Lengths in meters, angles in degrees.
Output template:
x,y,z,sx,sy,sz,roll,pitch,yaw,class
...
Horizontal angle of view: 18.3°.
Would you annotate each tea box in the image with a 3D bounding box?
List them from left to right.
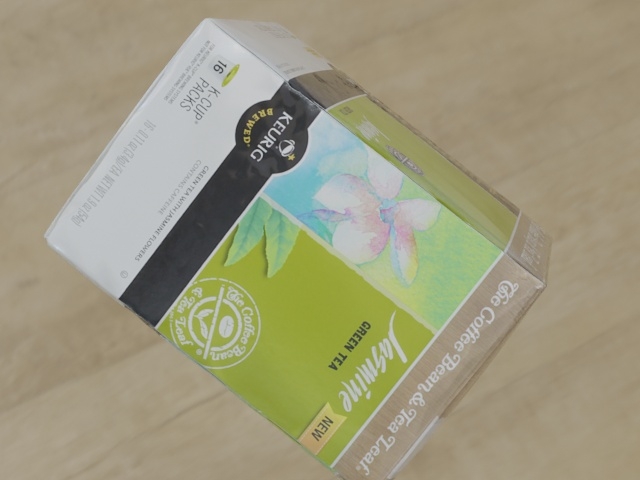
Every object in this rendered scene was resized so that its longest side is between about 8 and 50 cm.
x,y,z,sx,sy,sz,roll,pitch,yaw,class
0.000,0.000,1.601,0.323,0.329,0.220,37,99,3,tea box
